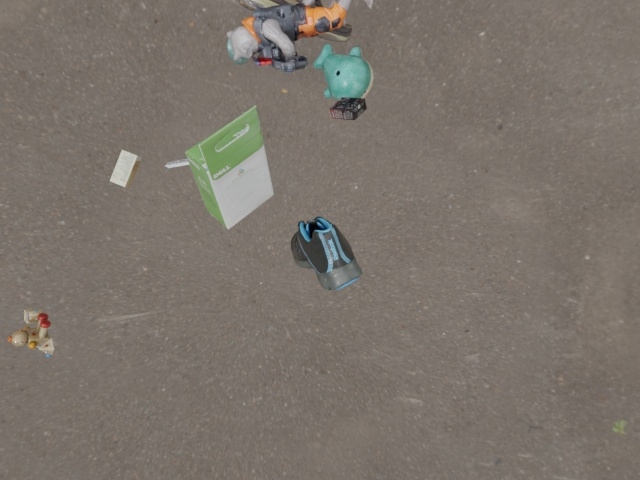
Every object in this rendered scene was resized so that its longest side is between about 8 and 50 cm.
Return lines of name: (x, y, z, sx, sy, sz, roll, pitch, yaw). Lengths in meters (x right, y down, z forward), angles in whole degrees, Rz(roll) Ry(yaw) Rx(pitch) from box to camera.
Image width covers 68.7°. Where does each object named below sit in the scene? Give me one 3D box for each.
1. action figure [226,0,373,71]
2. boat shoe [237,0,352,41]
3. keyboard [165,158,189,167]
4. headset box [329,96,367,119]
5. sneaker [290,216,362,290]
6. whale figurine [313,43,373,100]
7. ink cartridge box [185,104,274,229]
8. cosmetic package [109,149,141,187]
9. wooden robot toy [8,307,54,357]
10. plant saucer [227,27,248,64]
action figure: (-0.079, -0.539, 1.165, 0.330, 0.341, 0.179, -26, 123, -11)
boat shoe: (-0.047, -0.640, 1.264, 0.355, 0.132, 0.130, 4, 117, -38)
keyboard: (-0.381, -0.273, 1.545, 0.255, 0.072, 0.014, -12, 115, -9)
headset box: (0.069, -0.347, 1.229, 0.062, 0.083, 0.032, -49, 135, -31)
sneaker: (0.000, 0.000, 1.109, 0.125, 0.341, 0.140, -25, 107, -13)
whale figurine: (0.068, -0.630, 1.740, 0.272, 0.141, 0.216, 49, 115, 22)
ink cartridge box: (-0.145, -0.122, 0.750, 0.109, 0.209, 0.062, -40, 65, -20)
cosmetic package: (-0.657, -0.241, 1.581, 0.060, 0.041, 0.115, 23, 90, 2)
wooden robot toy: (-0.663, 0.205, 1.060, 0.079, 0.173, 0.076, -3, 121, -43)
plant saucer: (-0.268, -0.666, 1.607, 0.021, 0.119, 0.119, 22, 80, 33)
